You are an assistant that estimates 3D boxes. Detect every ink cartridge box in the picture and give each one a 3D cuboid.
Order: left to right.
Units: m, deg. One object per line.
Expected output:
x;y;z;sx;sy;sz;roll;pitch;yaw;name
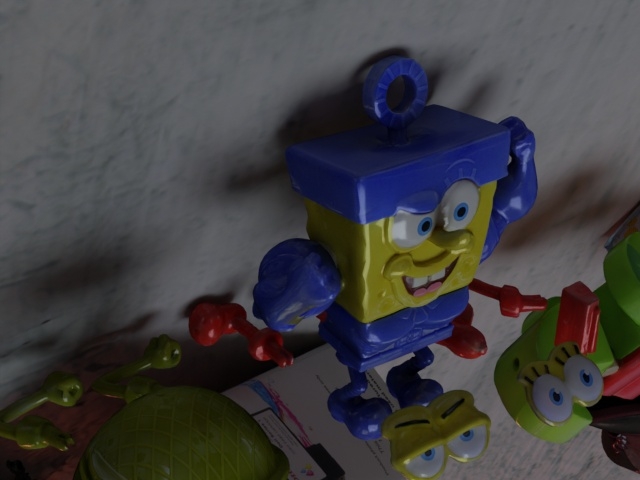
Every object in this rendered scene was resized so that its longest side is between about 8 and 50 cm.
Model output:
-0.077;0.188;1.029;0.201;0.117;0.278;-42;169;27;ink cartridge box

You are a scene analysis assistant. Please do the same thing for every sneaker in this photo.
0.289;0.153;1.511;0.162;0.106;0.281;8;160;-13;sneaker

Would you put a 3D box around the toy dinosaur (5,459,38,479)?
-0.237;0.174;0.978;0.268;0.064;0.118;-8;152;-48;toy dinosaur

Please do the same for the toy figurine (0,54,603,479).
0.000;0.000;0.859;0.362;0.191;0.217;-17;125;-32;toy figurine

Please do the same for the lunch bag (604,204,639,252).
0.268;-0.007;1.188;0.071;0.053;0.083;-1;137;-47;lunch bag

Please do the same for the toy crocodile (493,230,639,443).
0.251;0.063;1.115;0.340;0.105;0.115;-4;151;-45;toy crocodile
